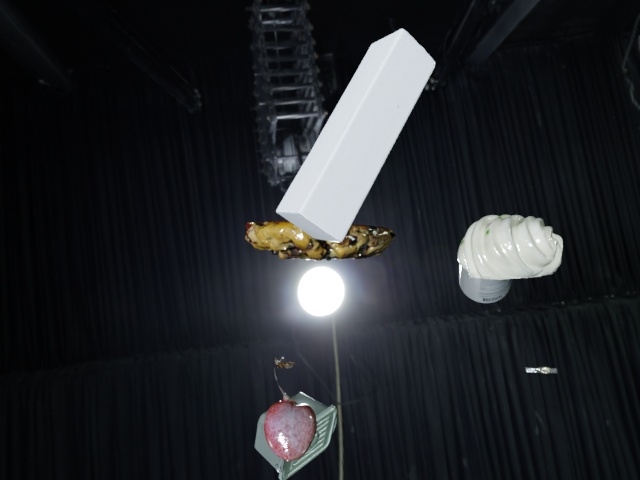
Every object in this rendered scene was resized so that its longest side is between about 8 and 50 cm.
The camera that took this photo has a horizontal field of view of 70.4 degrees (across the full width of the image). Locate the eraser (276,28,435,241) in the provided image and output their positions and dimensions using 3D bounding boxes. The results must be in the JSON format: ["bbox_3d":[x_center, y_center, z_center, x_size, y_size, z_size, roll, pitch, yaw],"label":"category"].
[{"bbox_3d":[0.052,-0.145,0.632,0.076,0.298,0.078,35,-13,-27],"label":"eraser"}]

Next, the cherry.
[{"bbox_3d":[-0.058,0.343,0.941,0.107,0.225,0.090,-3,-46,5],"label":"cherry"}]

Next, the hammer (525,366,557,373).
[{"bbox_3d":[0.441,0.256,0.894,0.063,0.013,0.199,-4,-16,21],"label":"hammer"}]

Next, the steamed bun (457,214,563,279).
[{"bbox_3d":[0.338,0.006,0.811,0.183,0.106,0.183,-8,6,1],"label":"steamed bun"}]

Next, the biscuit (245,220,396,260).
[{"bbox_3d":[0.003,0.000,0.982,0.290,0.081,0.334,5,4,38],"label":"biscuit"}]

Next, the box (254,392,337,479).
[{"bbox_3d":[-0.076,0.566,1.348,0.135,0.163,0.243,22,20,34],"label":"box"}]

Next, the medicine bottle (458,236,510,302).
[{"bbox_3d":[0.486,0.064,1.327,0.157,0.156,0.288,-9,-31,12],"label":"medicine bottle"}]
